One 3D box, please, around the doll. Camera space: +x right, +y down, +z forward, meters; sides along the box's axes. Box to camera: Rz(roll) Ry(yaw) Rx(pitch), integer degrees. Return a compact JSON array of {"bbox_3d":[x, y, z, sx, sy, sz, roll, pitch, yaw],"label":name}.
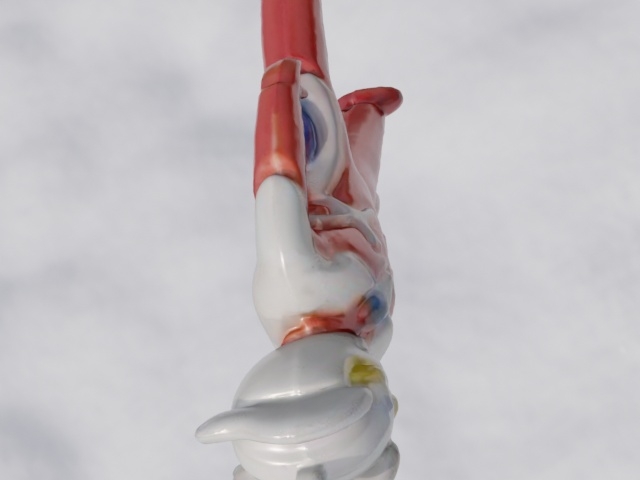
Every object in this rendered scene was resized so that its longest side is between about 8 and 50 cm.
[{"bbox_3d":[0.000,0.000,1.118,0.099,0.188,0.384,-11,46,18],"label":"doll"}]
